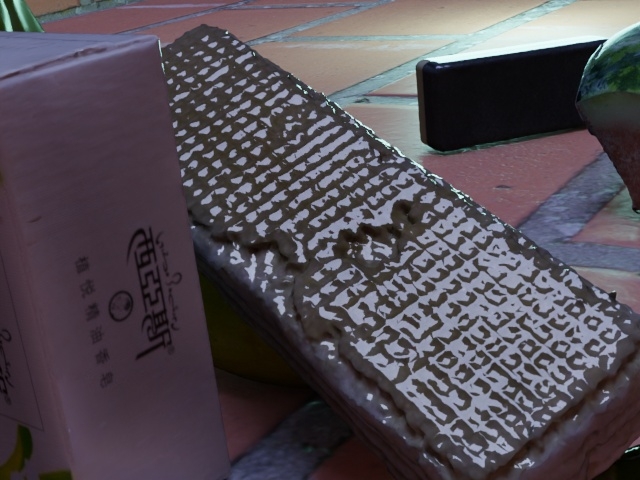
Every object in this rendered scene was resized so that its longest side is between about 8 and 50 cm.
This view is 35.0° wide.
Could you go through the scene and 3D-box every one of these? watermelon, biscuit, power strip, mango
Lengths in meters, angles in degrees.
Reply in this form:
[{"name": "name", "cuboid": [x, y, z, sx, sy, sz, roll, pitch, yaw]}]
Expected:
[{"name": "watermelon", "cuboid": [0.393, -0.135, 0.965, 0.305, 0.180, 0.224, -18, 38, -39]}, {"name": "biscuit", "cuboid": [0.000, 0.000, 0.608, 0.144, 0.078, 0.426, -35, 48, -18]}, {"name": "power strip", "cuboid": [0.242, -0.179, 1.221, 0.257, 0.105, 0.070, -10, 20, -14]}, {"name": "mango", "cuboid": [-0.028, 0.045, 0.704, 0.237, 0.091, 0.137, 0, 24, 25]}]

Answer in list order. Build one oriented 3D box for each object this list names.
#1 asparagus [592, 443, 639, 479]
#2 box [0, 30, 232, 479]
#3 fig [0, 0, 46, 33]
[{"name": "asparagus", "cuboid": [0.150, 0.121, 0.533, 0.108, 0.021, 0.025, -12, 16, -15]}, {"name": "box", "cuboid": [-0.167, 0.019, 0.561, 0.194, 0.260, 0.111, 10, 24, 39]}, {"name": "fig", "cuboid": [-0.276, -0.054, 0.771, 0.233, 0.314, 0.233, -6, 47, 6]}]
